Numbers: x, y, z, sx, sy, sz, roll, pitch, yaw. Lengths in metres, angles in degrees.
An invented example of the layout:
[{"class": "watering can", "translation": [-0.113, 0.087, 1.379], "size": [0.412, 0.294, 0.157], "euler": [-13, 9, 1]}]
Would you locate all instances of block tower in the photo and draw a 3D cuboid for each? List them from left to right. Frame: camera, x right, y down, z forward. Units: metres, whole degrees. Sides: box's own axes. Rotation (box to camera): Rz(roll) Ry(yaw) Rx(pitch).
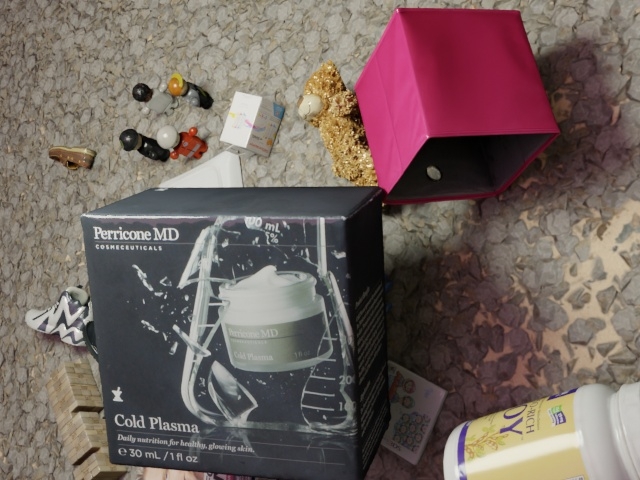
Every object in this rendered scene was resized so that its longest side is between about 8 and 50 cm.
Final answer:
[{"class": "block tower", "translation": [-0.605, 0.462, 2.112], "size": [0.091, 0.097, 0.335], "euler": [-42, 57, 20]}]

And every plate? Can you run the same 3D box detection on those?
[{"class": "plate", "translation": [-0.303, -0.065, 2.049], "size": [0.277, 0.045, 0.278], "euler": [-21, 68, 30]}]

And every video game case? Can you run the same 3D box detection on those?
[{"class": "video game case", "translation": [0.162, 0.336, 1.631], "size": [0.143, 0.019, 0.157], "euler": [25, 94, 37]}]

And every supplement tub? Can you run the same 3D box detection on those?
[{"class": "supplement tub", "translation": [0.391, 0.368, 1.319], "size": [0.331, 0.241, 0.241], "euler": [-25, 65, 29]}]

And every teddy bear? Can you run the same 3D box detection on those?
[{"class": "teddy bear", "translation": [0.050, -0.208, 1.723], "size": [0.113, 0.245, 0.338], "euler": [-27, 88, -4]}]

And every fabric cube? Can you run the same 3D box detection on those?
[{"class": "fabric cube", "translation": [0.235, -0.240, 1.513], "size": [0.259, 0.254, 0.258], "euler": [122, 139, -62]}]

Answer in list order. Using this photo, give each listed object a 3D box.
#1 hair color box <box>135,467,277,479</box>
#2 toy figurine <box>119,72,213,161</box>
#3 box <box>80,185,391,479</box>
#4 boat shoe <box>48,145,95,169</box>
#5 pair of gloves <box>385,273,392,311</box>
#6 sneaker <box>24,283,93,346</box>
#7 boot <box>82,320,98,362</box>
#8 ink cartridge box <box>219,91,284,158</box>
[{"class": "hair color box", "translation": [-0.256, 0.547, 1.831], "size": [0.347, 0.105, 0.174], "euler": [-10, 73, 35]}, {"class": "toy figurine", "translation": [-0.395, -0.309, 2.108], "size": [0.213, 0.148, 0.209], "euler": [2, 81, 37]}, {"class": "box", "translation": [-0.133, 0.152, 1.512], "size": [0.480, 0.297, 0.472], "euler": [0, 102, 15]}, {"class": "boat shoe", "translation": [-0.722, -0.236, 2.381], "size": [0.178, 0.064, 0.060], "euler": [6, 80, 34]}, {"class": "pair of gloves", "translation": [0.064, 0.117, 1.753], "size": [0.198, 0.023, 0.159], "euler": [32, 99, 37]}, {"class": "sneaker", "translation": [-0.694, 0.184, 2.243], "size": [0.235, 0.094, 0.153], "euler": [16, 87, 37]}, {"class": "boot", "translation": [-0.402, 0.214, 1.830], "size": [0.207, 0.094, 0.246], "euler": [-50, 62, 20]}, {"class": "ink cartridge box", "translation": [-0.164, -0.266, 1.966], "size": [0.090, 0.092, 0.143], "euler": [19, 92, 37]}]
